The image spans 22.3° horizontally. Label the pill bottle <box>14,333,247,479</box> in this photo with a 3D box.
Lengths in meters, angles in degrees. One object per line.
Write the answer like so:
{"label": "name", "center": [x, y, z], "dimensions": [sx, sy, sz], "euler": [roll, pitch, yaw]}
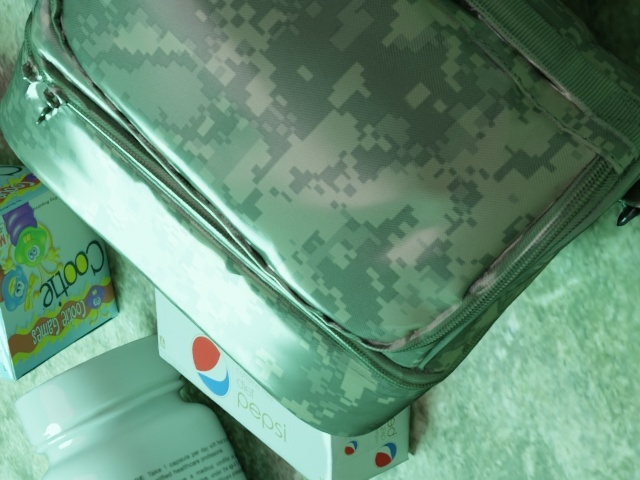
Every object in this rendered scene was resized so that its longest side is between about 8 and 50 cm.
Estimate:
{"label": "pill bottle", "center": [-0.130, 0.231, 1.321], "dimensions": [0.160, 0.160, 0.283], "euler": [-34, 80, 58]}

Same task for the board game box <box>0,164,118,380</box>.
{"label": "board game box", "center": [-0.339, 0.017, 1.444], "dimensions": [0.275, 0.144, 0.142], "euler": [6, 114, 32]}

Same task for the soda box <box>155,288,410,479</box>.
{"label": "soda box", "center": [-0.031, 0.092, 1.167], "dimensions": [0.216, 0.074, 0.069], "euler": [33, 135, 43]}

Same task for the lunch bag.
{"label": "lunch bag", "center": [0.007, -0.083, 0.814], "dimensions": [0.305, 0.212, 0.256], "euler": [44, 146, 2]}
